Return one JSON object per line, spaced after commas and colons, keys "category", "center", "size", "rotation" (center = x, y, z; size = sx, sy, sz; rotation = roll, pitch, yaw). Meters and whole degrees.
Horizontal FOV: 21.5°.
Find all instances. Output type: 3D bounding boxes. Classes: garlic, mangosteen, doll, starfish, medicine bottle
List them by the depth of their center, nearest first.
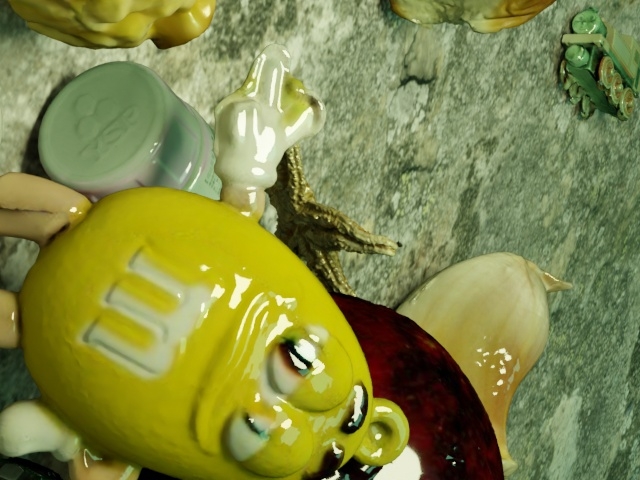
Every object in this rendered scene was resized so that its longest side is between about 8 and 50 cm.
{"category": "doll", "center": [-0.146, 0.030, 1.283], "size": [0.161, 0.423, 0.348], "rotation": [-159, -116, -79]}
{"category": "medicine bottle", "center": [-0.148, -0.060, 1.432], "size": [0.135, 0.135, 0.168], "rotation": [-66, 150, -15]}
{"category": "mangosteen", "center": [-0.032, 0.256, 1.543], "size": [0.381, 0.381, 0.421], "rotation": [-37, 162, -48]}
{"category": "starfish", "center": [-0.004, 0.003, 1.655], "size": [0.048, 0.231, 0.295], "rotation": [-31, 152, -24]}
{"category": "garlic", "center": [0.180, 0.184, 2.036], "size": [0.286, 0.249, 0.313], "rotation": [43, 44, -40]}

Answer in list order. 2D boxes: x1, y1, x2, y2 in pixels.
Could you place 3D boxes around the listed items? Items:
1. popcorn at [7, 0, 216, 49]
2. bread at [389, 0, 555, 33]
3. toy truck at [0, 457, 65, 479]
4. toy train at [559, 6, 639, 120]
{"category": "popcorn", "center": [-0.145, -0.270, 1.254], "size": [0.265, 0.225, 0.332], "rotation": [-47, 169, 8]}
{"category": "bread", "center": [0.166, -0.374, 1.735], "size": [0.250, 0.225, 0.279], "rotation": [-62, 144, -25]}
{"category": "toy truck", "center": [-0.296, 0.295, 1.389], "size": [0.259, 0.088, 0.121], "rotation": [-55, 145, -29]}
{"category": "toy train", "center": [0.389, -0.244, 2.334], "size": [0.194, 0.080, 0.125], "rotation": [39, 59, -56]}
